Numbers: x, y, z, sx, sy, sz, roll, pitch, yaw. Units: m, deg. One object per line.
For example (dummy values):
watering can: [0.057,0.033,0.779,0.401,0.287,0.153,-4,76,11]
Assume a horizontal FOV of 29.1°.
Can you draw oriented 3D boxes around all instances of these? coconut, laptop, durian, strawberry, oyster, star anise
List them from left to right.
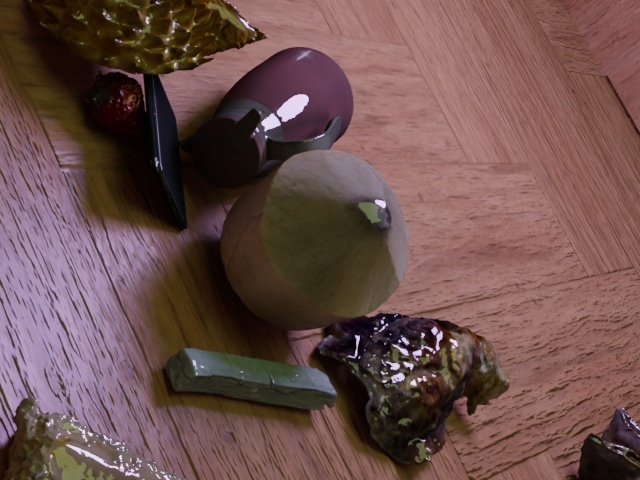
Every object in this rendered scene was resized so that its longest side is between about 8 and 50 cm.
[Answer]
durian: [-0.236,-0.282,1.442,0.305,0.185,0.195,38,59,12]
strawberry: [-0.232,-0.157,1.436,0.083,0.073,0.073,38,34,-45]
laptop: [-0.184,-0.117,1.453,0.129,0.016,0.180,75,5,-55]
coconut: [0.000,0.000,1.439,0.202,0.222,0.202,11,68,-30]
oyster: [0.130,0.174,1.604,0.275,0.100,0.271,51,46,-18]
star anise: [0.499,0.418,1.880,0.332,0.117,0.331,26,43,-27]

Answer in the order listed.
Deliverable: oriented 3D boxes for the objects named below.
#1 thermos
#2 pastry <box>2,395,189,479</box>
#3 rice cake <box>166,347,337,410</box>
thermos: [-0.056,-0.147,1.569,0.265,0.177,0.145,-47,136,-61]
pastry: [-0.177,0.251,1.111,0.258,0.089,0.121,38,45,-23]
rice cake: [-0.072,0.157,1.384,0.245,0.042,0.045,16,36,-47]
